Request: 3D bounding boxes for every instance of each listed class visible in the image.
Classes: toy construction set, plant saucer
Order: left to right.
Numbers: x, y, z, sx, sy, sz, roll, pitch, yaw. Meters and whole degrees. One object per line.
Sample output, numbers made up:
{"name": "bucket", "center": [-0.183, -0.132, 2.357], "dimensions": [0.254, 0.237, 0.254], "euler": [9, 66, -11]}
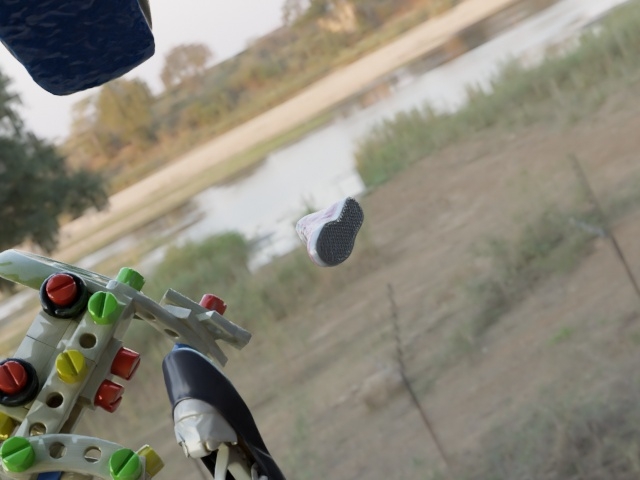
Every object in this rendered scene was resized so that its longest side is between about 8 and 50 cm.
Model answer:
{"name": "plant saucer", "center": [-0.339, 0.056, 1.841], "dimensions": [0.241, 0.037, 0.241], "euler": [18, -1, 0]}
{"name": "toy construction set", "center": [-0.202, 0.151, 1.329], "dimensions": [0.151, 0.215, 0.328], "euler": [101, -165, -49]}

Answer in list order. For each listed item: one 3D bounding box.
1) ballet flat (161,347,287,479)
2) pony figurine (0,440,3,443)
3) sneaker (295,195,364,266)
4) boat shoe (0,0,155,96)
{"name": "ballet flat", "center": [-0.089, 0.194, 1.254], "dimensions": [0.074, 0.203, 0.074], "euler": [-27, 19, 10]}
{"name": "pony figurine", "center": [-0.556, 0.341, 1.547], "dimensions": [0.363, 0.303, 0.351], "euler": [4, -58, -45]}
{"name": "sneaker", "center": [0.000, 0.000, 1.548], "dimensions": [0.070, 0.051, 0.134], "euler": [-24, 17, 29]}
{"name": "boat shoe", "center": [-0.134, -0.144, 0.572], "dimensions": [0.109, 0.089, 0.258], "euler": [-21, -15, -13]}
